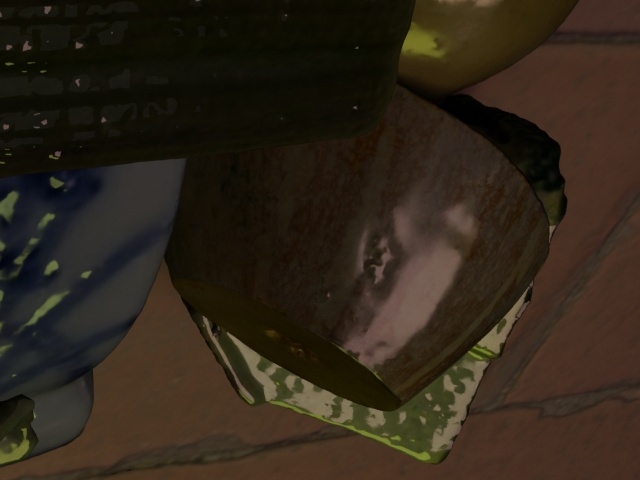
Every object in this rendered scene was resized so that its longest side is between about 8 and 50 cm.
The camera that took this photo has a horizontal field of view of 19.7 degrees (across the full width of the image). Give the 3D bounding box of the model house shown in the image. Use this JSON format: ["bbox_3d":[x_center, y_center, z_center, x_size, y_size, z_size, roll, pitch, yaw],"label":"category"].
[{"bbox_3d":[0.012,-0.008,1.127,0.189,0.195,0.214,16,111,-21],"label":"model house"}]

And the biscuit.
[{"bbox_3d":[-0.093,-0.068,0.732,0.322,0.038,0.099,-6,127,-33],"label":"biscuit"}]

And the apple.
[{"bbox_3d":[0.039,-0.158,0.911,0.200,0.200,0.200,-23,146,-17],"label":"apple"}]

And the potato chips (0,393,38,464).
[{"bbox_3d":[-0.319,0.068,0.765,0.389,0.097,0.373,19,154,-17],"label":"potato chips"}]

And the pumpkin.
[{"bbox_3d":[0.000,0.013,0.935,0.217,0.217,0.110,64,40,-57],"label":"pumpkin"}]

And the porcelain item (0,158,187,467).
[{"bbox_3d":[-0.178,-0.053,0.856,0.242,0.178,0.405,-17,142,-25],"label":"porcelain item"}]
